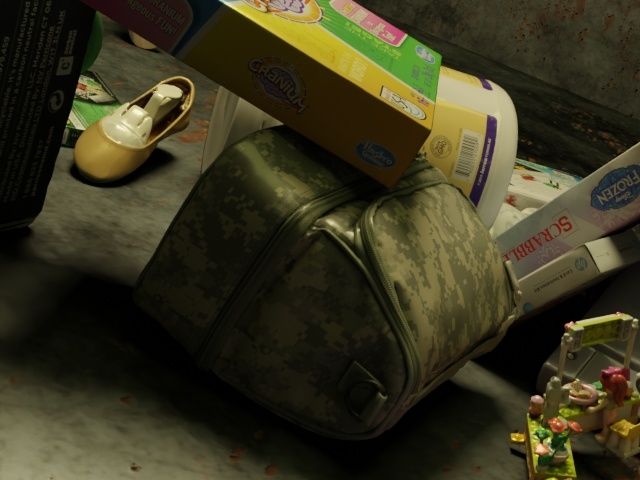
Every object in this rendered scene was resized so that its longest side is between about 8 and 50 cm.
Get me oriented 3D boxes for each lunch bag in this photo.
[{"bbox_3d":[0.030,0.036,1.032,0.256,0.212,0.305,43,26,13],"label":"lunch bag"}]

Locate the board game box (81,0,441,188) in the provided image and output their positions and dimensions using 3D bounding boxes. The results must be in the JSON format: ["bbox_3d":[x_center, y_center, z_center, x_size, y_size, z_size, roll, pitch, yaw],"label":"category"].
[{"bbox_3d":[-0.044,-0.191,1.023,0.316,0.064,0.242,31,24,-6],"label":"board game box"}]

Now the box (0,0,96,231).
[{"bbox_3d":[-0.529,-0.195,0.952,0.480,0.297,0.472,27,22,18],"label":"box"}]

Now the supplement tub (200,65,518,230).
[{"bbox_3d":[0.042,-0.119,1.380,0.331,0.241,0.241,15,20,-14],"label":"supplement tub"}]

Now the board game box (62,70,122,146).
[{"bbox_3d":[-0.324,-0.178,1.495,0.136,0.030,0.259,10,22,-32],"label":"board game box"}]

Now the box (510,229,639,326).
[{"bbox_3d":[0.241,0.052,1.222,0.145,0.186,0.038,-10,69,-56],"label":"box"}]

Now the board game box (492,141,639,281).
[{"bbox_3d":[0.355,-0.050,1.327,0.319,0.318,0.066,-22,79,-42],"label":"board game box"}]

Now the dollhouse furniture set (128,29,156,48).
[{"bbox_3d":[-0.137,-0.406,2.111,0.394,0.256,0.362,-1,19,2],"label":"dollhouse furniture set"}]

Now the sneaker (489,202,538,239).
[{"bbox_3d":[0.275,0.012,1.495,0.115,0.090,0.232,35,25,28],"label":"sneaker"}]

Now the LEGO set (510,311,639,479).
[{"bbox_3d":[0.239,0.146,1.009,0.132,0.107,0.287,23,30,35],"label":"LEGO set"}]

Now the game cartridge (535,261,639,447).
[{"bbox_3d":[0.417,0.101,1.231,0.230,0.068,0.355,26,45,26],"label":"game cartridge"}]

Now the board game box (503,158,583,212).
[{"bbox_3d":[0.319,-0.082,1.832,0.305,0.053,0.193,14,21,-18],"label":"board game box"}]

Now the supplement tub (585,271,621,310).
[{"bbox_3d":[0.398,0.081,1.401,0.106,0.106,0.198,10,22,-27],"label":"supplement tub"}]

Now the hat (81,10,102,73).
[{"bbox_3d":[-0.346,-0.316,1.494,0.208,0.173,0.183,-9,29,22],"label":"hat"}]

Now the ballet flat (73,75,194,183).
[{"bbox_3d":[-0.220,-0.144,1.373,0.080,0.073,0.232,34,32,1],"label":"ballet flat"}]
